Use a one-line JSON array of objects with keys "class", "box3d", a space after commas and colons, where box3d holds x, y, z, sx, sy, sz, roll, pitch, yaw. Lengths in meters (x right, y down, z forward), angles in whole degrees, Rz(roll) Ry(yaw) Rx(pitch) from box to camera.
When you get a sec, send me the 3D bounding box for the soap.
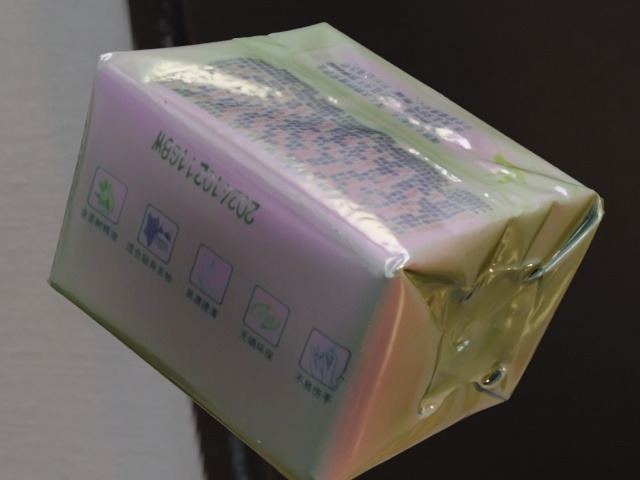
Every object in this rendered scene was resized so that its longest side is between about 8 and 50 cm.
[{"class": "soap", "box3d": [0.000, 0.000, 0.791, 0.182, 0.199, 0.138, -16, 135, -51]}]
